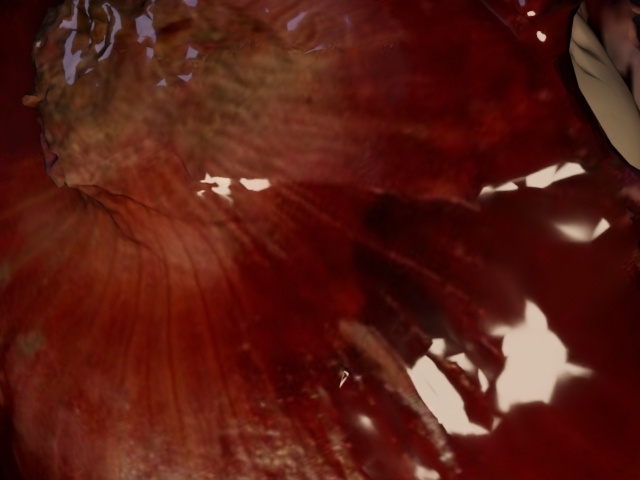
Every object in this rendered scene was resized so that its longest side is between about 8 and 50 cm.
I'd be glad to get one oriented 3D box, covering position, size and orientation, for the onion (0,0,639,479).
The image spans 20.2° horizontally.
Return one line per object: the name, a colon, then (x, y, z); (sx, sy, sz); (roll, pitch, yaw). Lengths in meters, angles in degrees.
onion: (0.002, -0.002, 0.683); (0.341, 0.341, 0.341); (-28, 29, 18)
